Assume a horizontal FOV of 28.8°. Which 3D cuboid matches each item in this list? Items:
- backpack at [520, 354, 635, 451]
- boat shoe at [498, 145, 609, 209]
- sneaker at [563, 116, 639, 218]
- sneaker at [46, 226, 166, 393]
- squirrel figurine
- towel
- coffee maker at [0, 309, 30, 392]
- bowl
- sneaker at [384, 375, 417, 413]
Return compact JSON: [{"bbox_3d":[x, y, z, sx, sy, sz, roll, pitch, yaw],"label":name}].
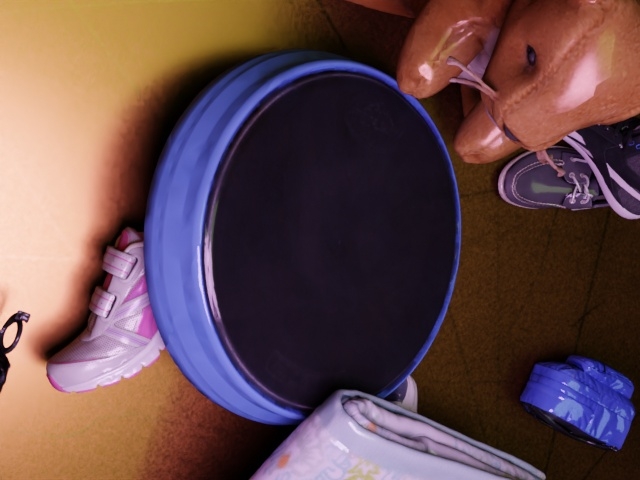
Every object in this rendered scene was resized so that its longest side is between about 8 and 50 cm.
[{"bbox_3d":[0.309,0.189,1.515,0.120,0.098,0.101,24,81,-14],"label":"backpack"},{"bbox_3d":[0.310,-0.073,1.477,0.206,0.065,0.075,-4,102,-24],"label":"boat shoe"},{"bbox_3d":[0.337,-0.135,1.412,0.079,0.121,0.217,-36,89,-28],"label":"sneaker"},{"bbox_3d":[-0.188,0.048,1.263,0.252,0.103,0.111,-44,113,-20],"label":"sneaker"},{"bbox_3d":[0.252,-0.242,1.193,0.397,0.370,0.281,-37,110,1],"label":"squirrel figurine"},{"bbox_3d":[0.056,0.333,1.334,0.374,0.090,0.320,28,111,-34],"label":"towel"},{"bbox_3d":[-0.399,0.117,1.179,0.178,0.120,0.171,29,65,-27],"label":"coffee maker"},{"bbox_3d":[0.000,0.000,1.280,0.391,0.077,0.391,-6,99,-42],"label":"bowl"},{"bbox_3d":[0.122,0.256,1.443,0.153,0.094,0.235,-2,101,-25],"label":"sneaker"}]
